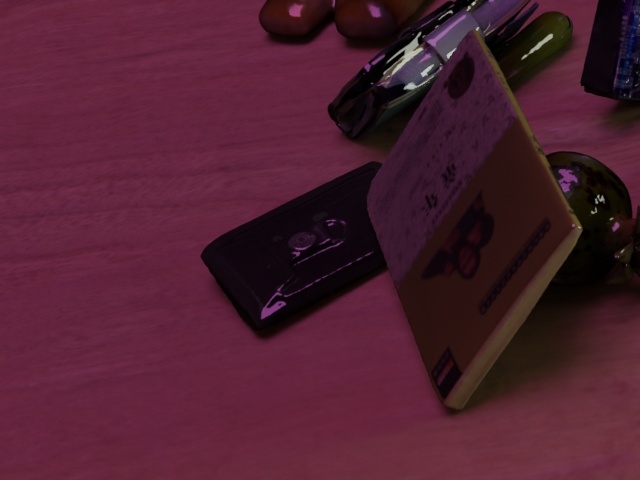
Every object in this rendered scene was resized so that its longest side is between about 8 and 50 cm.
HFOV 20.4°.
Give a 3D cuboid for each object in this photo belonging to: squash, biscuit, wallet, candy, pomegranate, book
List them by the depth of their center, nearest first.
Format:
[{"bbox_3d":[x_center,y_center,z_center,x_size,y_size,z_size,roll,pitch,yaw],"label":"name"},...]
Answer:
[{"bbox_3d":[0.256,-0.010,1.764,0.148,0.148,0.169,-32,43,-12],"label":"pomegranate"},{"bbox_3d":[0.143,-0.031,1.789,0.239,0.035,0.352,-58,29,28],"label":"book"},{"bbox_3d":[0.360,-0.309,1.969,0.088,0.312,0.061,1,13,-45],"label":"candy"},{"bbox_3d":[0.000,0.000,1.982,0.245,0.052,0.168,-29,38,-12],"label":"wallet"},{"bbox_3d":[0.133,-0.222,2.124,0.250,0.075,0.176,-36,-2,-16],"label":"wallet"},{"bbox_3d":[0.233,-0.219,2.133,0.183,0.052,0.052,-35,36,-19],"label":"squash"},{"bbox_3d":[0.072,-0.370,2.425,0.237,0.062,0.291,10,45,40],"label":"biscuit"}]
